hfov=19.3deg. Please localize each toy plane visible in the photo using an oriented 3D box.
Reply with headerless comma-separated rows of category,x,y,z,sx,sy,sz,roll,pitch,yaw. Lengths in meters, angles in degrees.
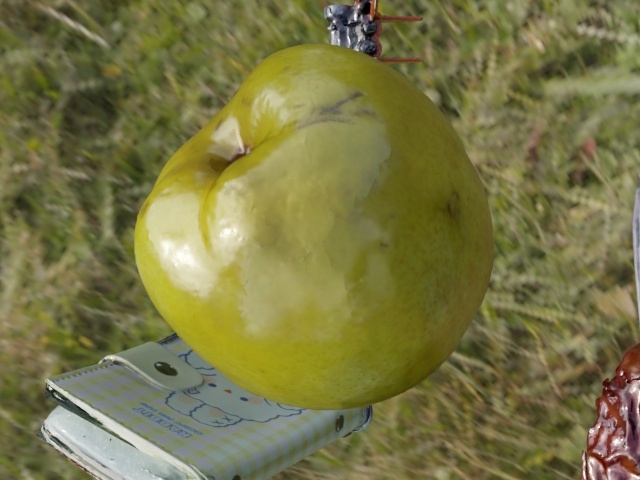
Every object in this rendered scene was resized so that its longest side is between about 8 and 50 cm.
toy plane,0.025,-0.146,1.432,0.061,0.189,0.130,-2,90,-16

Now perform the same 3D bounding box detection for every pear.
pear,0.000,0.000,1.033,0.200,0.200,0.200,-4,75,16

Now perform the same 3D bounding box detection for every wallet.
wallet,-0.114,0.171,1.872,0.223,0.309,0.077,24,112,23

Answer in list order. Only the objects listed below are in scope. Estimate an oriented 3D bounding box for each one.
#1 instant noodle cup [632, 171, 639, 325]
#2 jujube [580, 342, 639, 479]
instant noodle cup,0.317,0.041,0.969,0.254,0.325,0.325,-10,74,23
jujube,0.153,0.121,0.787,0.104,0.104,0.165,-12,94,14
